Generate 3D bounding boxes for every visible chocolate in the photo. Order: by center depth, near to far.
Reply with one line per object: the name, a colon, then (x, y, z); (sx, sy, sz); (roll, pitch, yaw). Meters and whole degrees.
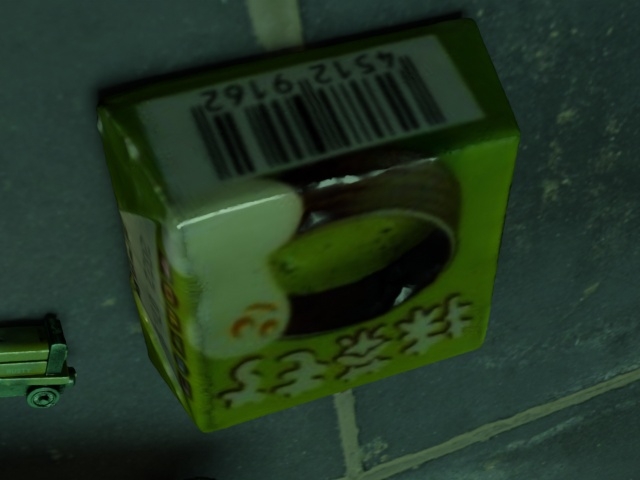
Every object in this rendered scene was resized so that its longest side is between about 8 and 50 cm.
chocolate: (0.000, 0.000, 0.813); (0.301, 0.137, 0.289); (-14, 138, -13)

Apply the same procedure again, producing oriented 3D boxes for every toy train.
toy train: (-0.264, 0.103, 0.855); (0.122, 0.050, 0.081); (-1, 126, -25)

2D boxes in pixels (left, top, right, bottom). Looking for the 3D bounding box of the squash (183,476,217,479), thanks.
squash: (-0.234, 0.378, 0.947); (0.384, 0.263, 0.263); (-5, 136, -42)
